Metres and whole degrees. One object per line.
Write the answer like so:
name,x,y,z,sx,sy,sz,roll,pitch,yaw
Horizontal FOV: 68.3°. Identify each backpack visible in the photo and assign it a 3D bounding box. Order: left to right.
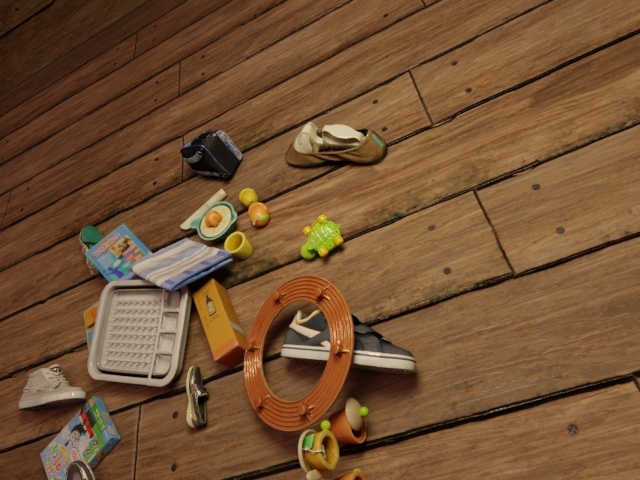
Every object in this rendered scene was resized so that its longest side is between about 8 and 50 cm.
backpack,-0.369,-0.282,1.563,0.173,0.158,0.117,4,55,44

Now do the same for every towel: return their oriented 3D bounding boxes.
towel,-0.401,0.062,1.345,0.209,0.034,0.285,-29,27,-34

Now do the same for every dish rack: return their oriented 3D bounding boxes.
dish rack,-0.497,0.254,1.326,0.332,0.072,0.286,-3,73,25

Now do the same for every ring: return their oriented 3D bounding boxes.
ring,-0.064,0.235,1.029,0.336,0.032,0.337,-21,58,37

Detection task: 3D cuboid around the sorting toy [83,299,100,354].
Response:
sorting toy,-0.664,0.244,1.476,0.193,0.038,0.208,-34,51,8

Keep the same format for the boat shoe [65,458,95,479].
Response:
boat shoe,-0.601,0.646,1.158,0.075,0.065,0.206,-22,65,8

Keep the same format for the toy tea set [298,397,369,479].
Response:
toy tea set,0.056,0.444,0.854,0.124,0.200,0.336,-24,47,26

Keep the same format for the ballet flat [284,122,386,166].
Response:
ballet flat,0.020,-0.283,1.357,0.342,0.124,0.116,9,66,33

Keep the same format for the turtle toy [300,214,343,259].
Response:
turtle toy,0.000,0.000,1.233,0.130,0.066,0.095,-38,74,7

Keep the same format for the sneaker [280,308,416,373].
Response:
sneaker,0.057,0.214,1.035,0.321,0.126,0.128,0,68,31

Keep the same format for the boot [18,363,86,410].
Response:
boot,-0.793,0.427,1.399,0.258,0.095,0.123,-15,63,22

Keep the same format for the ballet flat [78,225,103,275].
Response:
ballet flat,-0.802,0.038,1.654,0.077,0.091,0.241,-57,44,17

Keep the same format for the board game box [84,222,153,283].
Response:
board game box,-0.638,0.058,1.524,0.210,0.047,0.160,37,70,28

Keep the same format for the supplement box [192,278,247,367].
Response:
supplement box,-0.263,0.215,1.246,0.078,0.080,0.233,-36,53,5

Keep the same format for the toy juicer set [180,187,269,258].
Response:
toy juicer set,-0.294,-0.087,1.437,0.329,0.089,0.209,23,75,37

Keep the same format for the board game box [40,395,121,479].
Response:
board game box,-0.653,0.559,1.279,0.211,0.039,0.160,-49,51,-4

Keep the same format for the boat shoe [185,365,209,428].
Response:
boat shoe,-0.304,0.389,1.182,0.049,0.056,0.152,-15,65,15
